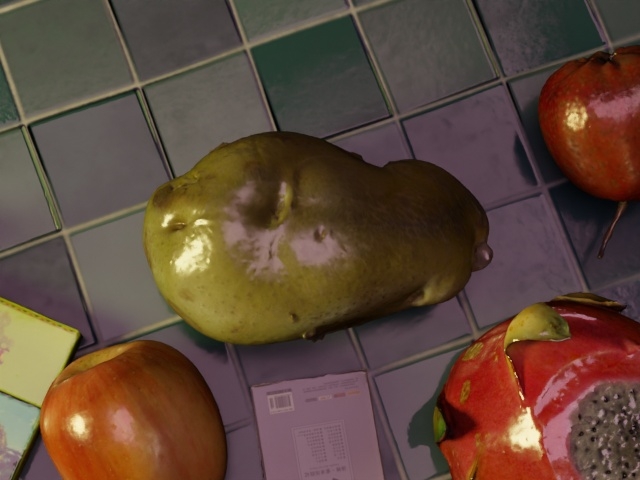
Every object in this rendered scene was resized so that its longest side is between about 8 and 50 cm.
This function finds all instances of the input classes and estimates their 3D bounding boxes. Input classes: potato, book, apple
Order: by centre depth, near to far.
[{"bbox_3d":[-0.178,0.193,1.569,0.199,0.199,0.199,0,81,-3],"label":"apple"},{"bbox_3d":[0.000,-0.004,1.588,0.351,0.218,0.202,4,108,-5],"label":"potato"},{"bbox_3d":[0.001,0.229,1.653,0.127,0.014,0.181,-9,82,-5],"label":"book"}]

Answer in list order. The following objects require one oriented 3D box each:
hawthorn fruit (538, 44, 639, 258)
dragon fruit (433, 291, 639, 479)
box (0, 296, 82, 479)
[{"bbox_3d":[0.314,-0.096,1.664,0.163,0.162,0.203,-16,105,-6],"label":"hawthorn fruit"},{"bbox_3d":[0.261,0.191,1.586,0.291,0.189,0.290,0,81,-3],"label":"dragon fruit"},{"bbox_3d":[-0.392,0.210,1.618,0.187,0.047,0.335,23,80,1],"label":"box"}]
